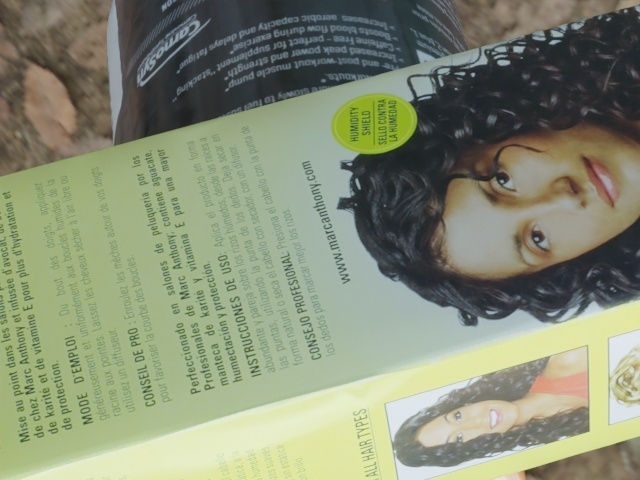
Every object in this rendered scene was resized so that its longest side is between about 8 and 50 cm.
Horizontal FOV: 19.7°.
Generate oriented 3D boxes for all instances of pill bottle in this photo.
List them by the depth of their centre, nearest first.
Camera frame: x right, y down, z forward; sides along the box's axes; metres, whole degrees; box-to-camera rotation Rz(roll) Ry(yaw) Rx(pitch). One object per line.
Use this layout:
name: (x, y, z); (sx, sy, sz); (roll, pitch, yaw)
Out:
pill bottle: (0.000, 0.000, 0.590); (0.130, 0.245, 0.130); (-5, 131, -5)

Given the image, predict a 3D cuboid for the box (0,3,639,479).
box: (0.003, 0.014, 0.419); (0.232, 0.087, 0.058); (-17, 142, -4)
